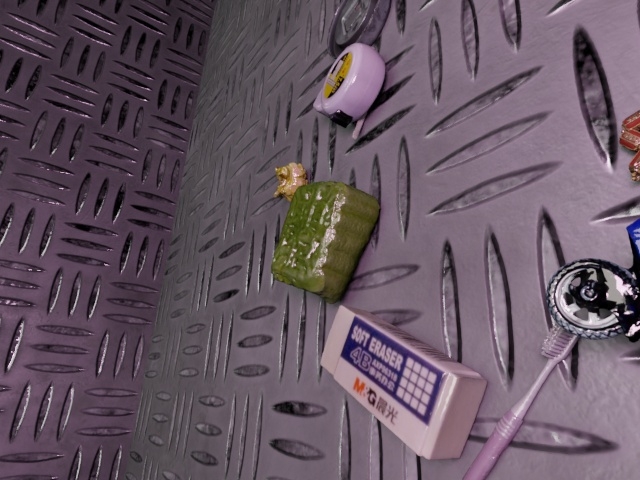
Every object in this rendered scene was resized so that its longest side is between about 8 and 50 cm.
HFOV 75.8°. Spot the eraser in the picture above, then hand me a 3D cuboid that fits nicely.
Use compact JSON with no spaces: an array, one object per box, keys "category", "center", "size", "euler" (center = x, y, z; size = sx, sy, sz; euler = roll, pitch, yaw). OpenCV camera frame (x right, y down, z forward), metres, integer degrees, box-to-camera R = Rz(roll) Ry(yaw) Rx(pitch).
[{"category":"eraser","center":[0.114,0.209,0.660],"size":[0.279,0.081,0.124],"euler":[22,95,57]}]

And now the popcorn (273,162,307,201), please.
[{"category":"popcorn","center":[-0.081,-0.159,1.127],"size":[0.109,0.089,0.097],"euler":[-48,51,29]}]

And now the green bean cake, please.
[{"category":"green bean cake","center":[0.000,0.000,0.888],"size":[0.222,0.125,0.248],"euler":[9,83,57]}]

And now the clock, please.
[{"category":"clock","center":[0.098,-0.582,1.084],"size":[0.226,0.049,0.226],"euler":[-29,54,49]}]

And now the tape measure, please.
[{"category":"tape measure","center":[0.077,-0.358,0.968],"size":[0.196,0.105,0.178],"euler":[-56,29,23]}]

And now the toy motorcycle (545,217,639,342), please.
[{"category":"toy motorcycle","center":[0.367,0.015,0.350],"size":[0.315,0.113,0.169],"euler":[-44,52,25]}]

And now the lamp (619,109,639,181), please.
[{"category":"lamp","center":[0.374,-0.115,0.469],"size":[0.063,0.031,0.083],"euler":[-37,43,41]}]

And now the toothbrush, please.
[{"category":"toothbrush","center":[0.225,0.248,0.522],"size":[0.354,0.029,0.024],"euler":[-65,20,13]}]
